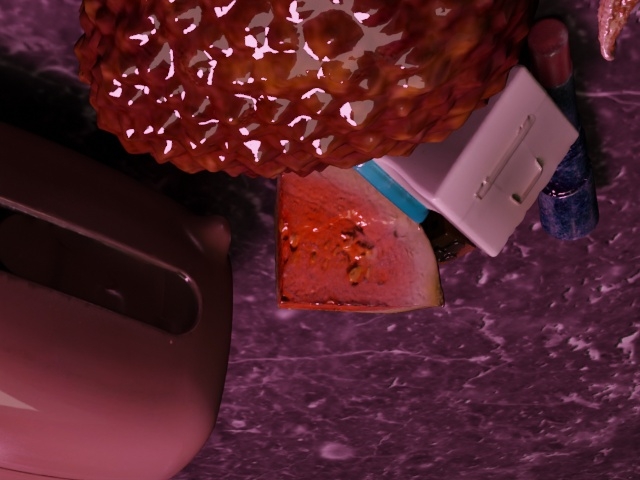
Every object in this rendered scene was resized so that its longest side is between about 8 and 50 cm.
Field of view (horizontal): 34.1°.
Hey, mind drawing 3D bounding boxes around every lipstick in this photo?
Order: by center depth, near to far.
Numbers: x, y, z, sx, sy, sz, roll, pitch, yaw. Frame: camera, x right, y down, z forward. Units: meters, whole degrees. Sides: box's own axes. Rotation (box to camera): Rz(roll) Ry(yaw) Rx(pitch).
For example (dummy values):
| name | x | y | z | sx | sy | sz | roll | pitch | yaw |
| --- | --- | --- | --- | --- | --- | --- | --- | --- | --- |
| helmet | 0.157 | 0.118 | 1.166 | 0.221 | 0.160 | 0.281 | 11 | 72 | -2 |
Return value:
| name | x | y | z | sx | sy | sz | roll | pitch | yaw |
| --- | --- | --- | --- | --- | --- | --- | --- | --- | --- |
| lipstick | 0.201 | -0.091 | 0.865 | 0.053 | 0.053 | 0.234 | -9 | 141 | 10 |

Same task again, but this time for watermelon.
| name | x | y | z | sx | sy | sz | roll | pitch | yaw |
| --- | --- | --- | --- | --- | --- | --- | --- | --- | --- |
| watermelon | 0.012 | -0.008 | 0.915 | 0.193 | 0.145 | 0.137 | -5 | 174 | 39 |

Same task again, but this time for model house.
| name | x | y | z | sx | sy | sz | roll | pitch | yaw |
| --- | --- | --- | --- | --- | --- | --- | --- | --- | --- |
| model house | 0.096 | -0.080 | 0.804 | 0.127 | 0.149 | 0.100 | -55 | 135 | -2 |

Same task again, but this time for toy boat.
| name | x | y | z | sx | sy | sz | roll | pitch | yaw |
| --- | --- | --- | --- | --- | --- | --- | --- | --- | --- |
| toy boat | 0.106 | -0.012 | 0.947 | 0.064 | 0.072 | 0.206 | 25 | 137 | -34 |

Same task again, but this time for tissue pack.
| name | x | y | z | sx | sy | sz | roll | pitch | yaw |
| --- | --- | --- | --- | --- | --- | --- | --- | --- | --- |
| tissue pack | -0.259 | 0.057 | 0.856 | 0.387 | 0.267 | 0.277 | 25 | 141 | -32 |

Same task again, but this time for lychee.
| name | x | y | z | sx | sy | sz | roll | pitch | yaw |
| --- | --- | --- | --- | --- | --- | --- | --- | --- | --- |
| lychee | -0.007 | -0.142 | 0.549 | 0.271 | 0.236 | 0.236 | -31 | 138 | 19 |

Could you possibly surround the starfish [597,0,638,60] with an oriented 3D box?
| name | x | y | z | sx | sy | sz | roll | pitch | yaw |
| --- | --- | --- | --- | --- | --- | --- | --- | --- | --- |
| starfish | 0.296 | -0.196 | 0.696 | 0.236 | 0.062 | 0.277 | -15 | 142 | 17 |
